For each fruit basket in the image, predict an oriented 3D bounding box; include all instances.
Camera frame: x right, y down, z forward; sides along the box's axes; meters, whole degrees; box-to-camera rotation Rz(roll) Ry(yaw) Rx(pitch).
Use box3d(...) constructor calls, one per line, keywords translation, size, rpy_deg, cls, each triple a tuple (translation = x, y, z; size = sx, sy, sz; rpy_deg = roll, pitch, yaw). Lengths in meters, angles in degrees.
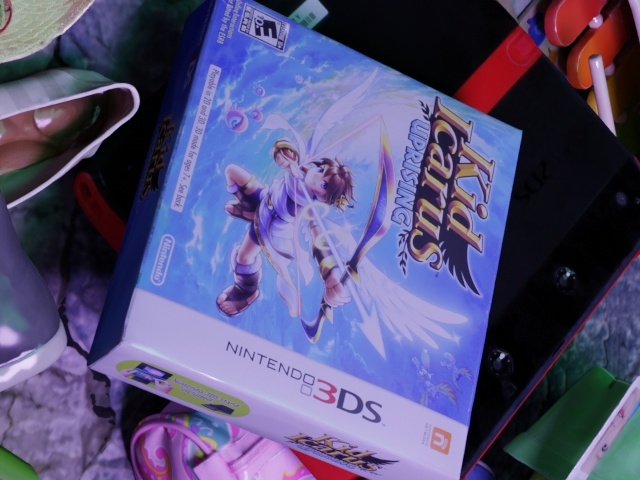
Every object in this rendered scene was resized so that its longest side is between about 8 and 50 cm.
box3d(translation=(0.222, 0.298, 1.551), size=(0.353, 0.165, 0.327), rpy_deg=(-63, 155, -6), cls="fruit basket")

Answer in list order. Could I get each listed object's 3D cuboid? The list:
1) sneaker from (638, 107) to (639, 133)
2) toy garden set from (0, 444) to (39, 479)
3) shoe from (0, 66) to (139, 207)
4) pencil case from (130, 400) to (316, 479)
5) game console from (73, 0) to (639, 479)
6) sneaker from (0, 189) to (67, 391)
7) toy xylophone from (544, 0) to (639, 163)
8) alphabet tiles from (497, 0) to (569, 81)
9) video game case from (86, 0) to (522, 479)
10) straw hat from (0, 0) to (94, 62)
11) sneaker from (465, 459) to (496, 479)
box3d(translation=(0.355, -0.108, 1.526), size=(0.147, 0.130, 0.330), rpy_deg=(30, 73, -53), cls="sneaker")
box3d(translation=(-0.297, 0.177, 0.963), size=(0.244, 0.049, 0.204), rpy_deg=(-43, 134, 3), cls="toy garden set")
box3d(translation=(-0.202, -0.058, 1.092), size=(0.219, 0.058, 0.076), rpy_deg=(-30, 120, -41), cls="shoe")
box3d(translation=(-0.004, 0.112, 1.306), size=(0.284, 0.124, 0.124), rpy_deg=(-32, 122, -37), cls="pencil case")
box3d(translation=(0.052, -0.029, 1.285), size=(0.342, 0.060, 0.386), rpy_deg=(47, 55, -6), cls="game console")
box3d(translation=(-0.263, 0.055, 1.019), size=(0.222, 0.083, 0.118), rpy_deg=(-30, 117, -24), cls="sneaker")
box3d(translation=(0.279, -0.142, 1.593), size=(0.236, 0.081, 0.322), rpy_deg=(-40, 126, -41), cls="toy xylophone")
box3d(translation=(0.160, -0.087, 1.535), size=(0.198, 0.009, 0.237), rpy_deg=(-49, 131, -29), cls="alphabet tiles")
box3d(translation=(0.000, 0.000, 1.173), size=(0.244, 0.061, 0.269), rpy_deg=(24, 61, -21), cls="video game case")
box3d(translation=(-0.196, -0.182, 1.069), size=(0.144, 0.061, 0.144), rpy_deg=(-18, 123, -30), cls="straw hat")
box3d(translation=(0.085, 0.225, 1.466), size=(0.211, 0.081, 0.080), rpy_deg=(-11, 105, -50), cls="sneaker")
